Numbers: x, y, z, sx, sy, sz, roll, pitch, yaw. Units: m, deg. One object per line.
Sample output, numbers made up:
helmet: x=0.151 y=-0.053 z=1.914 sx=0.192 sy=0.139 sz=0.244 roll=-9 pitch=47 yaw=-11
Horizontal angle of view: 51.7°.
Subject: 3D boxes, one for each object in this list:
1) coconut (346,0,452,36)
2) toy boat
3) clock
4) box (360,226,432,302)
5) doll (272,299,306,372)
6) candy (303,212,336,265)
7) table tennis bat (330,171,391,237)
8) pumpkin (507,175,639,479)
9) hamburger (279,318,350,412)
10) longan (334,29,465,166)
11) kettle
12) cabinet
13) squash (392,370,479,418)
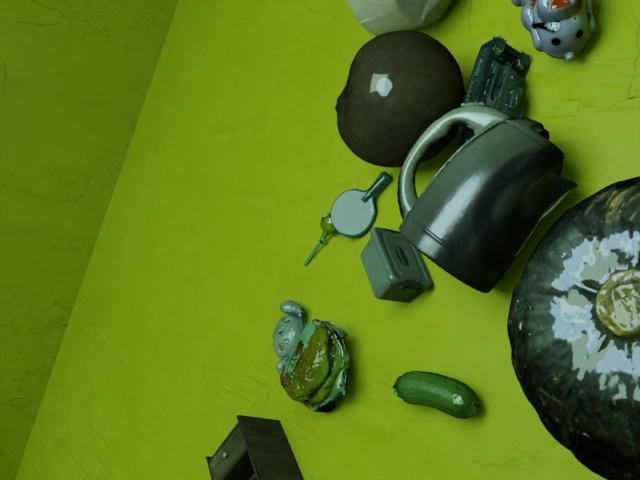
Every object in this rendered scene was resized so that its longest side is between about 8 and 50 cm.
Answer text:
coconut: x=0.196 y=-0.678 z=1.677 sx=0.323 sy=0.323 sz=0.322 roll=-25 pitch=56 yaw=43
toy boat: x=0.370 y=-0.282 z=1.417 sx=0.122 sy=0.114 sz=0.295 roll=5 pitch=78 yaw=61
clock: x=0.478 y=-0.485 z=1.345 sx=0.189 sy=0.189 sz=0.253 roll=-25 pitch=61 yaw=43
box: x=0.166 y=0.063 z=1.517 sx=0.092 sy=0.124 sz=0.172 roll=-54 pitch=37 yaw=37
doll: x=-0.080 y=0.254 z=1.769 sx=0.104 sy=0.071 sz=0.213 roll=-16 pitch=52 yaw=30
candy: x=0.000 y=0.000 z=1.808 sx=0.193 sy=0.062 sz=0.058 roll=-58 pitch=36 yaw=31
table tennis bat: x=0.108 y=-0.097 z=1.702 sx=0.124 sy=0.033 sz=0.201 roll=47 pitch=105 yaw=19
pumpkin: x=0.486 y=0.127 z=0.901 sx=0.455 sy=0.344 sz=0.453 roll=-20 pitch=60 yaw=38
hamburger: x=-0.003 y=0.309 z=1.597 sx=0.235 sy=0.125 sz=0.214 roll=-114 pitch=43 yaw=-59
longan: x=0.183 y=-0.319 z=1.521 sx=0.319 sy=0.319 sz=0.318 roll=-25 pitch=56 yaw=43
kettle: x=0.308 y=-0.114 z=1.312 sx=0.321 sy=0.228 sz=0.324 roll=42 pitch=104 yaw=29
cabinet: x=-0.172 y=0.585 z=1.666 sx=0.174 sy=0.148 sz=0.215 roll=-54 pitch=39 yaw=20
squash: x=0.234 y=0.312 z=1.353 sx=0.219 sy=0.068 sz=0.077 roll=-1 pitch=78 yaw=52
